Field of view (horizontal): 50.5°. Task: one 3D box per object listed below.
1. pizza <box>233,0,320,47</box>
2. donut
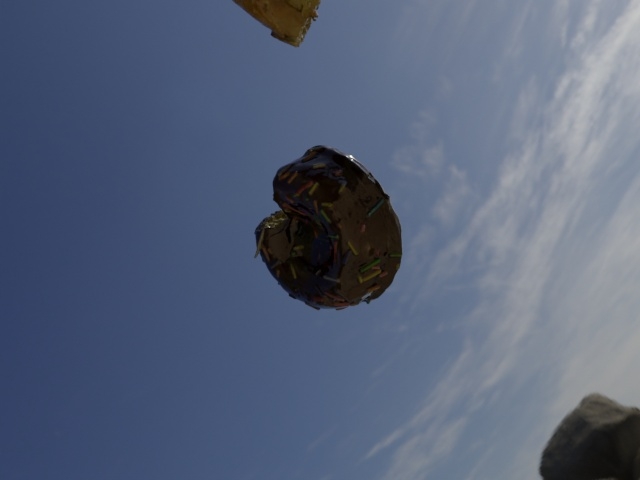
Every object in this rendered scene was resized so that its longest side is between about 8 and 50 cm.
[{"bbox_3d":[-0.034,-0.414,0.790,0.288,0.280,0.075,-45,-4,3],"label":"pizza"},{"bbox_3d":[0.001,-0.001,0.916,0.096,0.216,0.230,-27,-10,-44],"label":"donut"}]
